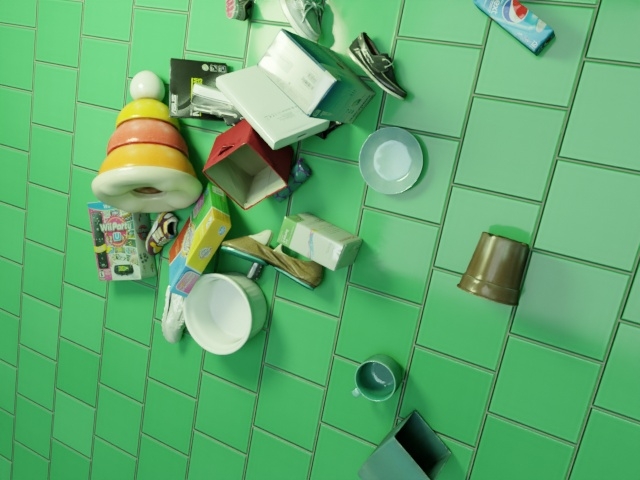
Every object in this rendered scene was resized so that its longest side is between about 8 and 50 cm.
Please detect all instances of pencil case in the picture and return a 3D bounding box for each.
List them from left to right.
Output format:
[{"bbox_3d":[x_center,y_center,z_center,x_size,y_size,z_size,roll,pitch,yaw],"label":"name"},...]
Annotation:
[{"bbox_3d":[-0.098,-0.190,1.750,0.152,0.065,0.070,-38,53,24],"label":"pencil case"}]

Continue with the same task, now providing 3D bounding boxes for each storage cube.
[{"bbox_3d":[-0.215,-0.248,1.688,0.184,0.193,0.215,-27,125,27],"label":"storage cube"}]

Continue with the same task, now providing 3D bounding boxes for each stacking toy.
[{"bbox_3d":[-0.588,-0.355,1.882,0.351,0.351,0.479,-14,72,27],"label":"stacking toy"}]

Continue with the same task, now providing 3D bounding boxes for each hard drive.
[{"bbox_3d":[-0.144,-0.411,1.646,0.307,0.203,0.040,49,149,23],"label":"hard drive"}]

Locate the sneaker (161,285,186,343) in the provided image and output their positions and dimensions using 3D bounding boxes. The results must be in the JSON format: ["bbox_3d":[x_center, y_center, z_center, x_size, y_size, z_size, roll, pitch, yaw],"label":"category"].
[{"bbox_3d":[-0.516,0.271,2.015,0.095,0.090,0.234,10,103,15],"label":"sneaker"}]

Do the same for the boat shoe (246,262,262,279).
[{"bbox_3d":[-0.201,0.070,1.854,0.040,0.049,0.142,26,103,-17],"label":"boat shoe"}]

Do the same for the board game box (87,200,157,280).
[{"bbox_3d":[-0.748,-0.005,2.078,0.224,0.097,0.303,-4,95,26],"label":"board game box"}]

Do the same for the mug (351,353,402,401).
[{"bbox_3d":[0.171,0.415,1.691,0.158,0.097,0.129,-4,96,27],"label":"mug"}]

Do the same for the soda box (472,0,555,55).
[{"bbox_3d":[0.493,-0.566,1.403,0.210,0.071,0.067,45,114,13],"label":"soda box"}]

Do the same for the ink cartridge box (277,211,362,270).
[{"bbox_3d":[0.000,0.000,1.680,0.213,0.154,0.093,25,107,20],"label":"ink cartridge box"}]

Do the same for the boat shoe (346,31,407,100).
[{"bbox_3d":[0.170,-0.493,1.565,0.079,0.084,0.233,-45,75,25],"label":"boat shoe"}]

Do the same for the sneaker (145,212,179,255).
[{"bbox_3d":[-0.575,-0.014,2.005,0.084,0.070,0.185,32,111,25],"label":"sneaker"}]

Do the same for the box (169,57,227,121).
[{"bbox_3d":[-0.403,-0.494,1.810,0.184,0.045,0.190,2,100,-16],"label":"box"}]

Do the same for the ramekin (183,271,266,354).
[{"bbox_3d":[-0.319,0.238,1.882,0.277,0.135,0.277,4,99,25],"label":"ramekin"}]

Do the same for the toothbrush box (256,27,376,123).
[{"bbox_3d":[-0.003,-0.448,1.538,0.216,0.296,0.126,47,113,14],"label":"toothbrush box"}]

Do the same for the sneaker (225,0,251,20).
[{"bbox_3d":[-0.257,-0.768,1.749,0.063,0.075,0.170,-20,65,44],"label":"sneaker"}]

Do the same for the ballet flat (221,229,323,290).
[{"bbox_3d":[-0.143,0.041,1.763,0.343,0.116,0.124,23,79,7],"label":"ballet flat"}]

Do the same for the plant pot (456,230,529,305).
[{"bbox_3d":[0.468,0.070,1.469,0.167,0.167,0.165,18,97,23],"label":"plant pot"}]

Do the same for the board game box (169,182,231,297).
[{"bbox_3d":[-0.412,-0.003,1.851,0.316,0.064,0.242,-55,30,21],"label":"board game box"}]

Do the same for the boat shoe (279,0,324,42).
[{"bbox_3d":[-0.058,-0.741,1.624,0.103,0.118,0.320,-18,83,31],"label":"boat shoe"}]

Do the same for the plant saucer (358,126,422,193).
[{"bbox_3d":[0.209,-0.233,1.610,0.195,0.037,0.194,4,100,26],"label":"plant saucer"}]

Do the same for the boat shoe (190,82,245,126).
[{"bbox_3d":[-0.272,-0.412,1.756,0.302,0.108,0.102,17,109,3],"label":"boat shoe"}]

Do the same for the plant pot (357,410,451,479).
[{"bbox_3d":[0.235,0.673,1.666,0.165,0.166,0.234,48,121,12],"label":"plant pot"}]

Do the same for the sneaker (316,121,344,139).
[{"bbox_3d":[-0.015,-0.343,1.695,0.170,0.051,0.089,-35,77,22],"label":"sneaker"}]
